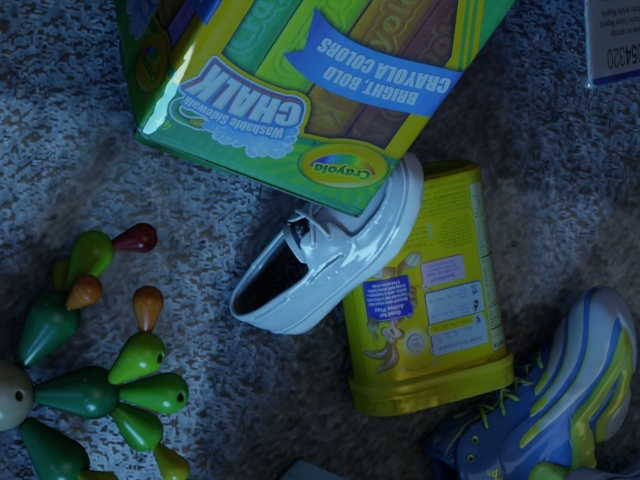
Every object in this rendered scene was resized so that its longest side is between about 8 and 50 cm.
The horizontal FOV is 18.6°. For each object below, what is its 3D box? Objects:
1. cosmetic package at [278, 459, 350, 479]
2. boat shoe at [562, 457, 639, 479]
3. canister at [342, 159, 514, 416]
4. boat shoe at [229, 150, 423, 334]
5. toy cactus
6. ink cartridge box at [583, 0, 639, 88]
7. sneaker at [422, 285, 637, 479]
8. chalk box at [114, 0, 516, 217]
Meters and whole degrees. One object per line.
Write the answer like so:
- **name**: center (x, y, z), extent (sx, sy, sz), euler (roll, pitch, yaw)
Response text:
- **cosmetic package**: center (0.057, 0.376, 1.455), extent (0.217, 0.156, 0.385), euler (-47, 112, -15)
- **boat shoe**: center (0.248, 0.221, 1.513), extent (0.226, 0.076, 0.083), euler (5, 111, -59)
- **canister**: center (0.074, 0.033, 1.463), extent (0.126, 0.073, 0.170), euler (-13, 101, -22)
- **boat shoe**: center (0.000, 0.000, 1.383), extent (0.063, 0.184, 0.066), euler (8, 53, -41)
- **toy cactus**: center (-0.182, 0.099, 1.351), extent (0.180, 0.112, 0.219), euler (-2, 101, -6)
- **ink cartridge box**: center (0.224, -0.287, 1.407), extent (0.324, 0.071, 0.330), euler (-16, 106, -57)
- **sneaker**: center (0.157, 0.141, 1.507), extent (0.126, 0.091, 0.240), euler (17, 90, -26)
- **chalk box**: center (-0.021, -0.148, 1.303), extent (0.180, 0.179, 0.289), euler (18, 123, -26)
